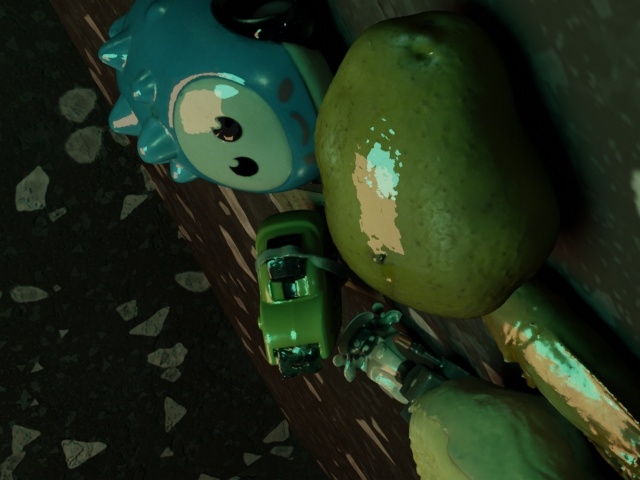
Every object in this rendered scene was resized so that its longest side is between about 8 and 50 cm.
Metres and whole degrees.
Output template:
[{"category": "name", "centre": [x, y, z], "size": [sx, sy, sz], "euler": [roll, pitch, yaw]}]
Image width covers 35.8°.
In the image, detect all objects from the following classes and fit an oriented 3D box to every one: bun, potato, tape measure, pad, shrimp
[{"category": "bun", "centre": [0.185, 0.243, 0.881], "size": [0.287, 0.146, 0.287], "euler": [159, 90, -82]}, {"category": "potato", "centre": [0.072, -0.047, 0.613], "size": [0.157, 0.157, 0.194], "euler": [44, 150, 46]}, {"category": "tape measure", "centre": [-0.019, 0.051, 1.183], "size": [0.200, 0.106, 0.175], "euler": [-44, -54, -77]}, {"category": "pad", "centre": [0.001, 0.000, 1.296], "size": [0.159, 0.009, 0.265], "euler": [60, 167, -14]}, {"category": "shrimp", "centre": [0.192, 0.110, 0.707], "size": [0.267, 0.061, 0.145], "euler": [43, 172, 36]}]

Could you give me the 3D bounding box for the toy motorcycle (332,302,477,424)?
[{"category": "toy motorcycle", "centre": [0.097, 0.149, 1.112], "size": [0.150, 0.102, 0.221], "euler": [39, 178, -21]}]

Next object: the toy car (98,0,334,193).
[{"category": "toy car", "centre": [-0.093, -0.137, 0.877], "size": [0.255, 0.190, 0.188], "euler": [42, 161, 43]}]
